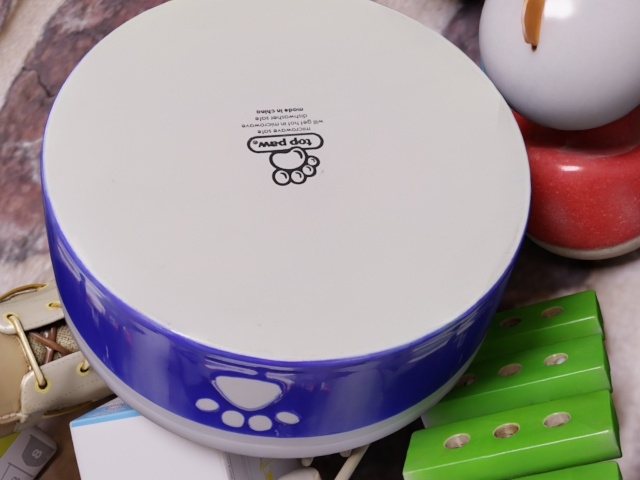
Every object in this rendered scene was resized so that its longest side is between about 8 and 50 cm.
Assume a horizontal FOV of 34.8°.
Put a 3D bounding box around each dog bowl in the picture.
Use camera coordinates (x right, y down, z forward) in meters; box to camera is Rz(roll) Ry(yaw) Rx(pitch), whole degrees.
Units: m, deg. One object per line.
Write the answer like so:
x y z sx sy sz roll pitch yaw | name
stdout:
-0.020 -0.020 0.577 0.264 0.104 0.265 3 54 -4 | dog bowl

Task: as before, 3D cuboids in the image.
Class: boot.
-0.136 0.052 0.646 0.203 0.262 0.095 -24 84 21 | boot

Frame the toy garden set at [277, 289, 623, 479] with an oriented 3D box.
0.066 0.120 0.572 0.203 0.049 0.244 -16 16 18 | toy garden set

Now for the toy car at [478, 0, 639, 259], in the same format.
0.171 -0.126 0.634 0.219 0.238 0.210 14 65 31 | toy car

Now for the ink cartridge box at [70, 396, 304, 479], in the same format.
-0.075 0.130 0.642 0.092 0.143 0.090 -13 93 16 | ink cartridge box

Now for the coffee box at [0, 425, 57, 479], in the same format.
-0.472 0.132 0.699 0.338 0.334 0.338 28 74 36 | coffee box
